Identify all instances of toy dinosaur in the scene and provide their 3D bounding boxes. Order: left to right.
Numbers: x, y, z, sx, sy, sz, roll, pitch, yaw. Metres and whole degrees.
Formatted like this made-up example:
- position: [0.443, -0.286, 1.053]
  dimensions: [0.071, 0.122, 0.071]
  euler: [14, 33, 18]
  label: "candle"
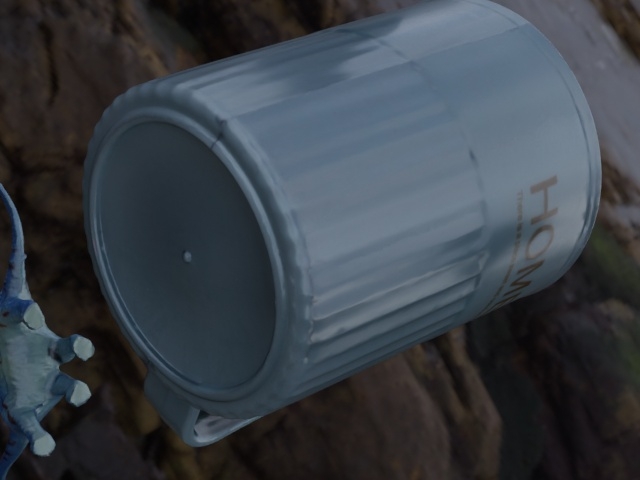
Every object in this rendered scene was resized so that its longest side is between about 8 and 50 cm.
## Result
- position: [-0.273, 0.117, 1.245]
  dimensions: [0.076, 0.144, 0.329]
  euler: [-9, 107, -40]
  label: "toy dinosaur"

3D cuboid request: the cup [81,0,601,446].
- position: [-0.007, -0.020, 1.004]
  dimensions: [0.311, 0.331, 0.256]
  euler: [-21, 84, -41]
  label: "cup"
